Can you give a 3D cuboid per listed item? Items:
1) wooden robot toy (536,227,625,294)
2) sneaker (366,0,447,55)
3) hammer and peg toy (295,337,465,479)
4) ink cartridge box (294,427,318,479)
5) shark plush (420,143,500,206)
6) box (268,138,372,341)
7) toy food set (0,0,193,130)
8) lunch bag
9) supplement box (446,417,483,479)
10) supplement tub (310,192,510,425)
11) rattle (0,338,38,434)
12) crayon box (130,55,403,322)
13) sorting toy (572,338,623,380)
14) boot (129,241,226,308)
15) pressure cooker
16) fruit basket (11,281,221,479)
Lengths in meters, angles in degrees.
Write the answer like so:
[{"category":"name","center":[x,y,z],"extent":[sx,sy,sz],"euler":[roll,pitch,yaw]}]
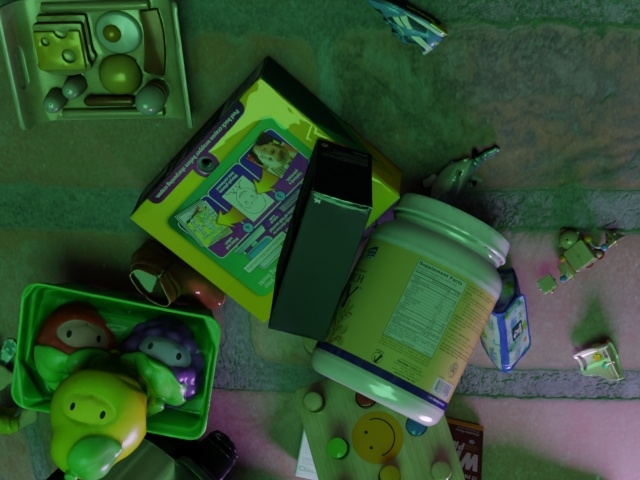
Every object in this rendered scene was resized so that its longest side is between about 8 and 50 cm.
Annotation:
[{"category":"wooden robot toy","center":[0.444,0.017,1.781],"extent":[0.173,0.076,0.079],"euler":[-42,72,26]},{"category":"sneaker","center":[0.128,-0.344,1.603],"extent":[0.144,0.053,0.059],"euler":[30,122,-9]},{"category":"hammer and peg toy","center":[0.096,0.302,1.844],"extent":[0.266,0.127,0.361],"euler":[-16,74,3]},{"category":"ink cartridge box","center":[0.072,0.408,2.055],"extent":[0.223,0.045,0.224],"euler":[13,122,2]},{"category":"shark plush","center":[0.240,-0.109,1.745],"extent":[0.067,0.073,0.161],"euler":[33,100,-34]},{"category":"box","center":[0.000,0.000,1.626],"extent":[0.103,0.184,0.261],"euler":[16,121,-4]},{"category":"toy food set","center":[-0.369,-0.286,1.679],"extent":[0.306,0.092,0.220],"euler":[0,120,7]},{"category":"lunch bag","center":[0.321,0.141,1.805],"extent":[0.096,0.151,0.129],"euler":[-7,118,12]},{"category":"supplement box","center":[0.234,0.482,1.993],"extent":[0.129,0.191,0.194],"euler":[13,121,3]},{"category":"supplement tub","center":[0.155,0.113,1.690],"extent":[0.241,0.241,0.331],"euler":[28,83,-9]},{"category":"rattle","center":[-0.663,0.292,2.095],"extent":[0.130,0.143,0.200],"euler":[-23,102,-16]},{"category":"crayon box","center":[-0.093,-0.078,1.758],"extent":[0.313,0.106,0.363],"euler":[39,116,-17]},{"category":"sorting toy","center":[0.515,0.223,1.895],"extent":[0.075,0.045,0.083],"euler":[-18,117,25]},{"category":"boot","center":[-0.263,0.087,1.843],"extent":[0.197,0.152,0.073],"euler":[32,104,-11]},{"category":"pressure cooker","center":[-0.331,0.539,1.962],"extent":[0.370,0.420,0.375],"euler":[16,140,39]},{"category":"fruit basket","center":[-0.376,0.243,1.812],"extent":[0.392,0.392,0.283],"euler":[11,104,1]}]
